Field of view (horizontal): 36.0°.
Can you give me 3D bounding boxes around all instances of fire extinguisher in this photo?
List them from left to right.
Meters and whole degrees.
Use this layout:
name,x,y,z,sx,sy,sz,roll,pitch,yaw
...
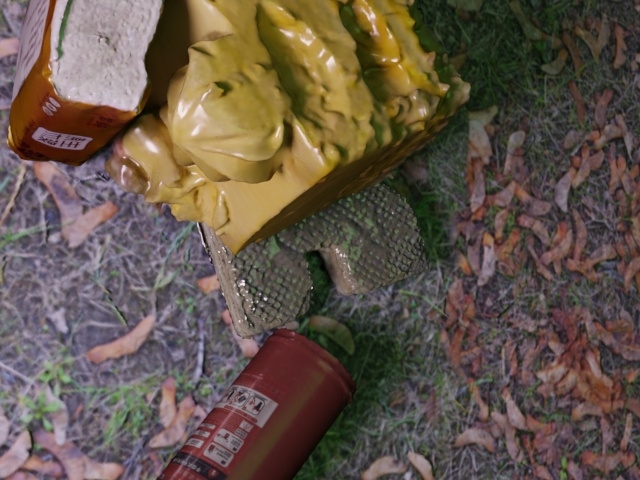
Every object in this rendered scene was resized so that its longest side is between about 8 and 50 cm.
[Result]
name,x,y,z,sx,sy,sz,roll,pitch,yaw
fire extinguisher,-0.115,0.224,0.913,0.147,0.106,0.337,43,64,-7

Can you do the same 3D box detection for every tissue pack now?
name,x,y,z,sx,sy,sz,roll,pitch,yaw
tissue pack,-0.200,-0.170,0.828,0.092,0.226,0.183,10,79,-26

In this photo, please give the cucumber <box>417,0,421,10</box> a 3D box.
name,x,y,z,sx,sy,sz,roll,pitch,yaw
cucumber,0.081,-0.307,1.119,0.048,0.048,0.105,-13,90,-31

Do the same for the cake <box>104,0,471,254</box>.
name,x,y,z,sx,sy,sz,roll,pitch,yaw
cake,-0.049,-0.134,0.888,0.286,0.227,0.222,-27,83,-33

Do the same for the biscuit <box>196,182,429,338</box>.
name,x,y,z,sx,sy,sz,roll,pitch,yaw
biscuit,0.000,0.000,1.036,0.250,0.046,0.147,-17,93,-31
